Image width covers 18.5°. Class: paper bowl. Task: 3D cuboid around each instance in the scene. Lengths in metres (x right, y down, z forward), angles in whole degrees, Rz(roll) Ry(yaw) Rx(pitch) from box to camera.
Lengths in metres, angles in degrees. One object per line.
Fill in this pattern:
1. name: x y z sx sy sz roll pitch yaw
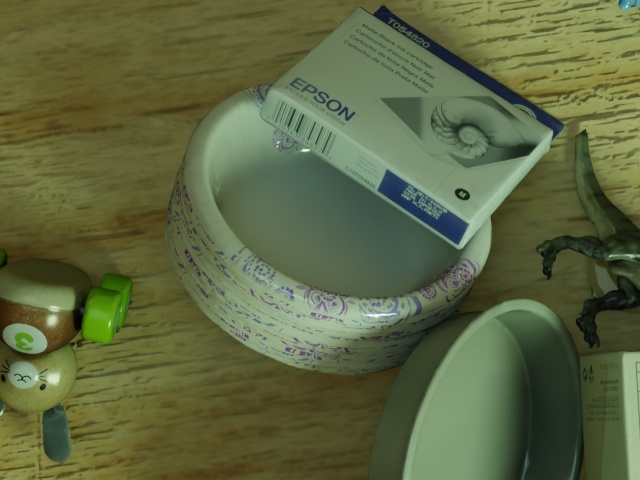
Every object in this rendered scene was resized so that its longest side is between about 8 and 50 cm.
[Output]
1. paper bowl: 0.000 0.000 1.774 0.284 0.148 0.284 10 48 -11

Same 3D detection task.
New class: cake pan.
1. cake pan: 0.138 0.191 1.725 0.054 0.293 0.293 10 87 37

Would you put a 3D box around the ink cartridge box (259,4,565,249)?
1. ink cartridge box: 0.094 -0.121 1.786 0.223 0.224 0.045 33 136 11

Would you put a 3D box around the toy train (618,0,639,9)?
1. toy train: 0.314 -0.256 1.816 0.184 0.080 0.105 24 96 11

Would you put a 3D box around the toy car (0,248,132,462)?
1. toy car: -0.277 0.116 1.867 0.155 0.149 0.188 12 99 1

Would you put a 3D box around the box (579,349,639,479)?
1. box: 0.320 0.251 1.733 0.148 0.121 0.311 0 85 -11

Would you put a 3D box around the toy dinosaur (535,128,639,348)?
1. toy dinosaur: 0.268 0.022 1.778 0.118 0.064 0.268 -29 58 -10

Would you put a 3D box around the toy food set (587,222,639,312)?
1. toy food set: 0.289 0.025 1.826 0.082 0.020 0.083 12 88 11
